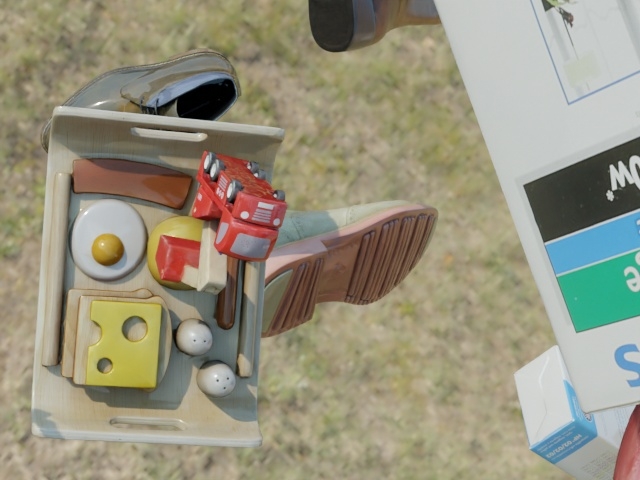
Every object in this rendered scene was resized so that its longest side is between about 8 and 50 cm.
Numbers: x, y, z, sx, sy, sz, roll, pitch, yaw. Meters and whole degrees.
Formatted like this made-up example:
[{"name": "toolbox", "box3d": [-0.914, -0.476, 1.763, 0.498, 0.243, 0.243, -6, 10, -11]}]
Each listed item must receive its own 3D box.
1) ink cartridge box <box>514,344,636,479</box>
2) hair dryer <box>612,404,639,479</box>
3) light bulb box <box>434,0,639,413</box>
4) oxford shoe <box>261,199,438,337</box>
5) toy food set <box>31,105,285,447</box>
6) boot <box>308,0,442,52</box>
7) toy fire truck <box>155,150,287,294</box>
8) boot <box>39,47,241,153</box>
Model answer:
[{"name": "ink cartridge box", "box3d": [0.284, 0.197, 1.393, 0.181, 0.061, 0.104, 34, 32, -27]}, {"name": "hair dryer", "box3d": [0.355, 0.245, 1.314, 0.294, 0.080, 0.223, 0, 81, -51]}, {"name": "light bulb box", "box3d": [0.307, -0.112, 0.941, 0.358, 0.225, 0.361, -16, 85, -37]}, {"name": "oxford shoe", "box3d": [0.000, 0.000, 1.707, 0.146, 0.140, 0.397, 33, 28, 30]}, {"name": "toy food set", "box3d": [-0.151, 0.037, 1.292, 0.220, 0.306, 0.092, 4, 0, -14]}, {"name": "boot", "box3d": [0.090, -0.365, 1.615, 0.280, 0.096, 0.264, -29, 119, -53]}, {"name": "toy fire truck", "box3d": [-0.089, -0.004, 1.195, 0.047, 0.135, 0.192, 12, 15, -22]}, {"name": "boot", "box3d": [-0.184, -0.137, 1.428, 0.082, 0.219, 0.106, 68, -11, -22]}]
